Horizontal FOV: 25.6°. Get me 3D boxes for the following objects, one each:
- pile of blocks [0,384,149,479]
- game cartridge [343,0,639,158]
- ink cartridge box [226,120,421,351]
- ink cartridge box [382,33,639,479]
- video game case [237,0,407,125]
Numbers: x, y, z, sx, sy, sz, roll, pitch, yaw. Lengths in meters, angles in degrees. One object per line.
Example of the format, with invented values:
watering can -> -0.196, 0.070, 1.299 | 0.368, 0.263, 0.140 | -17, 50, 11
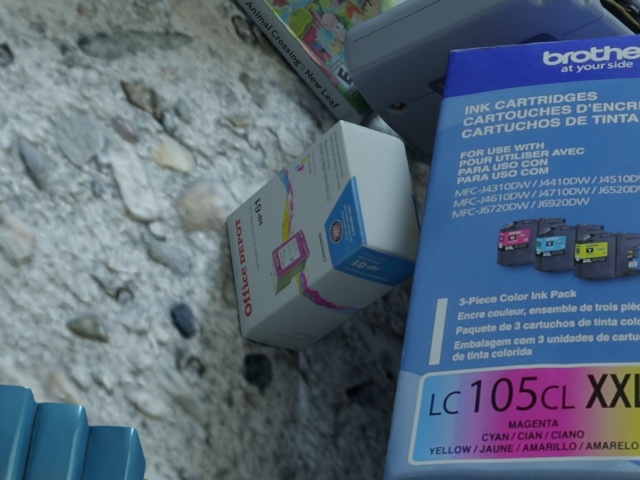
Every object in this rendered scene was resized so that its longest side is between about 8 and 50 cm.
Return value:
pile of blocks -> -0.174, 0.115, 0.563 | 0.362, 0.149, 0.112 | 25, 53, -31
game cartridge -> 0.160, -0.109, 1.025 | 0.294, 0.196, 0.060 | 26, 49, -46
ink cartridge box -> 0.000, 0.000, 0.848 | 0.052, 0.122, 0.088 | 14, 53, -35
ink cartridge box -> 0.152, 0.062, 0.844 | 0.395, 0.151, 0.270 | -75, 157, -43
video game case -> 0.007, -0.203, 1.084 | 0.193, 0.023, 0.212 | 49, 39, -6
